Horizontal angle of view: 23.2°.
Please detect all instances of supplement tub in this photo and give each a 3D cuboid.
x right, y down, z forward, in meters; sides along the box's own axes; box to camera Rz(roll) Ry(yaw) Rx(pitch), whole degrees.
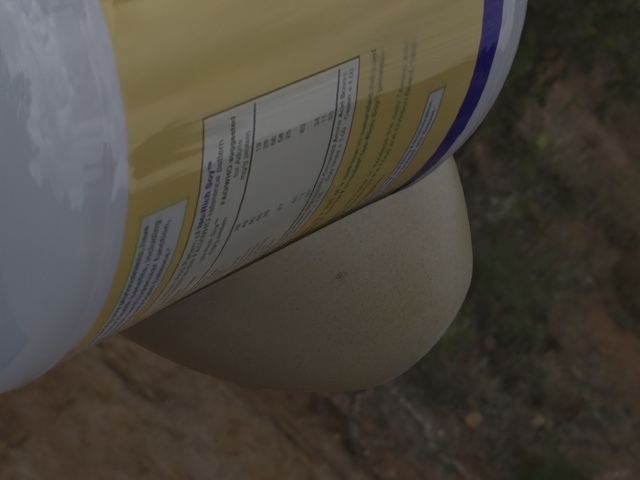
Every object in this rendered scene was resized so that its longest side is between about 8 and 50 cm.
[{"bbox_3d":[-0.103,-0.083,0.577,0.241,0.241,0.331,49,44,13],"label":"supplement tub"}]

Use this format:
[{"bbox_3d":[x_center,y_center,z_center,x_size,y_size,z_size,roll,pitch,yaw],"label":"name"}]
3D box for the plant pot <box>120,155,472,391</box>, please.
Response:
[{"bbox_3d":[0.000,0.000,1.138,0.191,0.284,0.284,39,27,-20],"label":"plant pot"}]
